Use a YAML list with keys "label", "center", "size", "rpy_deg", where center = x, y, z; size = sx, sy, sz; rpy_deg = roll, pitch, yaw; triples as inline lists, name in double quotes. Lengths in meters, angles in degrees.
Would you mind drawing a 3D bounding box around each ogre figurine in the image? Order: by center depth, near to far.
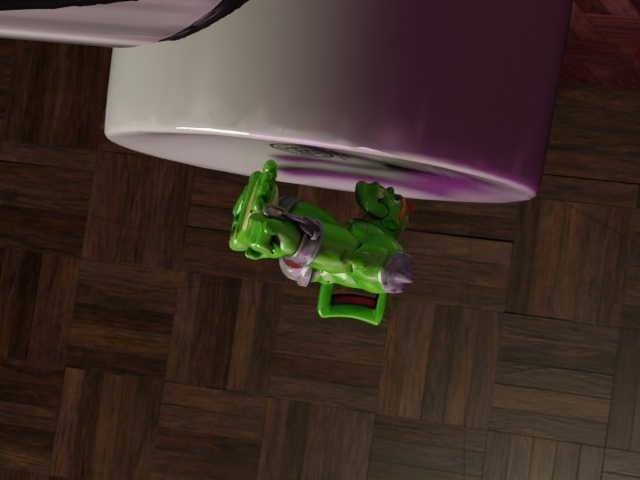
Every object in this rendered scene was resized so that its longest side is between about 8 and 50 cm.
- label: "ogre figurine"
  center: [0.000, 0.000, 1.295]
  size: [0.118, 0.097, 0.197]
  rpy_deg: [20, 164, -7]

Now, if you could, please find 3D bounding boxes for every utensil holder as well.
- label: "utensil holder"
  center: [0.024, -0.238, 1.296]
  size: [0.327, 0.385, 0.327]
  rpy_deg: [9, 177, 0]

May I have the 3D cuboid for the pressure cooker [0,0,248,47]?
- label: "pressure cooker"
  center: [-0.228, -0.281, 0.931]
  size: [0.420, 0.370, 0.375]
  rpy_deg: [1, 168, -39]
